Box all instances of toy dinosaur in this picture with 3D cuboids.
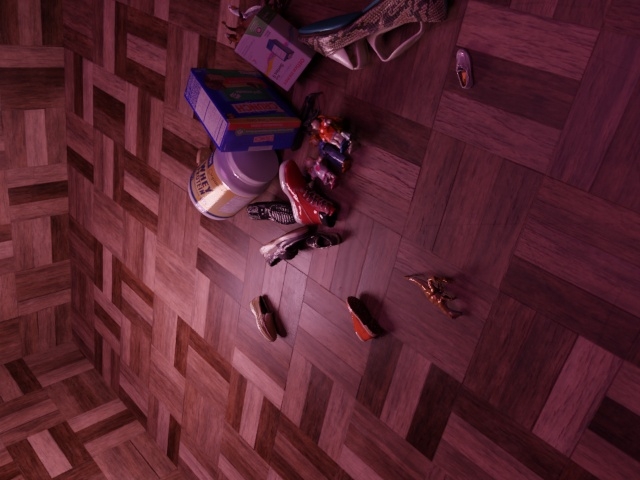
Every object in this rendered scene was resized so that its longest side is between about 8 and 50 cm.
[{"bbox_3d":[0.319,0.143,1.612,0.211,0.064,0.112,45,131,27],"label":"toy dinosaur"}]

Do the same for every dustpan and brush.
[{"bbox_3d":[-0.233,-0.744,1.890,0.211,0.060,0.147,46,130,25],"label":"dustpan and brush"}]

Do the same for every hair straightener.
[{"bbox_3d":[-0.043,-0.385,1.832,0.089,0.047,0.230,50,128,22],"label":"hair straightener"}]

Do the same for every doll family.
[{"bbox_3d":[0.032,-0.298,1.748,0.163,0.118,0.263,43,147,20],"label":"doll family"}]

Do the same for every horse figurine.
[{"bbox_3d":[-0.204,-0.716,1.776,0.263,0.174,0.066,-29,80,10],"label":"horse figurine"}]

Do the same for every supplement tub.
[{"bbox_3d":[-0.315,-0.232,2.013,0.316,0.228,0.229,-31,80,46],"label":"supplement tub"}]

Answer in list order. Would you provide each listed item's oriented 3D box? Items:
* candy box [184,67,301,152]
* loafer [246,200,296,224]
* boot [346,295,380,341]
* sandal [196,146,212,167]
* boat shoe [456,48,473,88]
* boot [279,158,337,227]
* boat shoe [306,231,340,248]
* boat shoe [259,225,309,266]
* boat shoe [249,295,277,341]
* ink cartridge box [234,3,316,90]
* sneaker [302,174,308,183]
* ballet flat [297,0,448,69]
[{"bbox_3d":[-0.260,-0.433,1.835,0.317,0.268,0.122,55,137,31],"label":"candy box"},{"bbox_3d":[-0.158,-0.113,2.004,0.219,0.078,0.080,10,117,25],"label":"loafer"},{"bbox_3d":[0.124,0.263,1.852,0.158,0.059,0.085,57,139,15],"label":"boot"},{"bbox_3d":[-0.452,-0.254,2.246,0.079,0.088,0.240,12,106,49],"label":"sandal"},{"bbox_3d":[0.360,-0.434,1.408,0.035,0.035,0.100,-3,101,46],"label":"boat shoe"},{"bbox_3d":[-0.030,-0.154,1.827,0.176,0.088,0.244,10,132,42],"label":"boot"},{"bbox_3d":[0.000,0.000,1.897,0.152,0.049,0.056,-8,97,46],"label":"boat shoe"},{"bbox_3d":[-0.119,0.025,1.994,0.285,0.102,0.092,-26,89,50],"label":"boat shoe"},{"bbox_3d":[-0.216,0.307,2.205,0.072,0.068,0.190,-39,74,32],"label":"boat shoe"},{"bbox_3d":[-0.136,-0.599,1.743,0.212,0.093,0.154,34,137,-15],"label":"ink cartridge box"},{"bbox_3d":[-0.087,-0.206,1.926,0.109,0.043,0.040,9,106,42],"label":"sneaker"},{"bbox_3d":[0.134,-0.569,1.525,0.482,0.164,0.182,-6,118,44],"label":"ballet flat"}]
